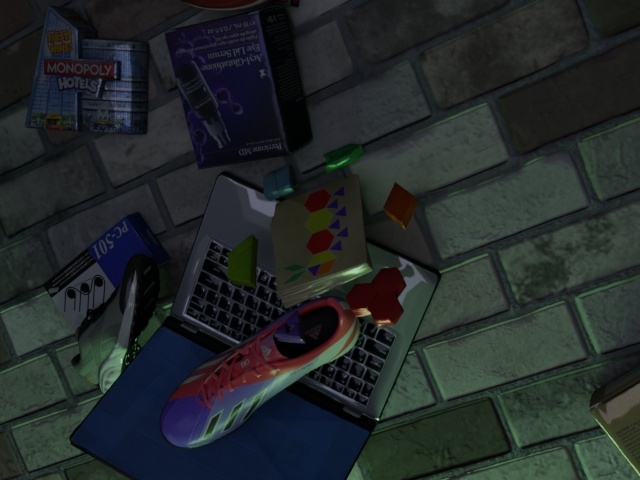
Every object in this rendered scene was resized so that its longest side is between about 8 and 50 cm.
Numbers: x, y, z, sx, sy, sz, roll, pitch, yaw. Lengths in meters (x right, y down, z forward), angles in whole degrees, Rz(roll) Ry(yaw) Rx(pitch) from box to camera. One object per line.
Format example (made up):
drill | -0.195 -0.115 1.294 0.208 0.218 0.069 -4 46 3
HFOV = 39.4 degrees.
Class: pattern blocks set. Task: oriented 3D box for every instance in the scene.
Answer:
pattern blocks set | 0.000 0.000 1.239 0.285 0.325 0.026 -13 139 23

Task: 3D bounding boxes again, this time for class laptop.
laptop | -0.093 0.168 1.301 0.381 0.236 0.408 25 106 13

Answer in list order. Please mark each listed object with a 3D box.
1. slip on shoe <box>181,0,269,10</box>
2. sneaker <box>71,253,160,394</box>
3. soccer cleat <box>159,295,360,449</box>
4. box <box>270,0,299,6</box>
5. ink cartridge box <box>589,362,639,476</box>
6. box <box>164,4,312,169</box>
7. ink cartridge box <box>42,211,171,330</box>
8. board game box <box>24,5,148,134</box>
slip on shoe | -0.203 -0.402 1.276 0.331 0.101 0.123 15 102 15
sneaker | -0.331 0.132 1.420 0.108 0.100 0.272 27 120 3
soccer cleat | -0.091 0.174 1.228 0.318 0.116 0.109 -31 72 -3
box | -0.127 -0.413 1.321 0.206 0.036 0.114 11 103 17
ink cartridge box | 0.510 0.229 1.181 0.234 0.088 0.193 -37 84 21
box | -0.114 -0.220 1.296 0.153 0.108 0.207 -8 105 20
ink cartridge box | -0.353 0.052 1.472 0.207 0.046 0.097 -36 88 20
board game box | -0.372 -0.270 1.418 0.194 0.060 0.194 6 102 18
